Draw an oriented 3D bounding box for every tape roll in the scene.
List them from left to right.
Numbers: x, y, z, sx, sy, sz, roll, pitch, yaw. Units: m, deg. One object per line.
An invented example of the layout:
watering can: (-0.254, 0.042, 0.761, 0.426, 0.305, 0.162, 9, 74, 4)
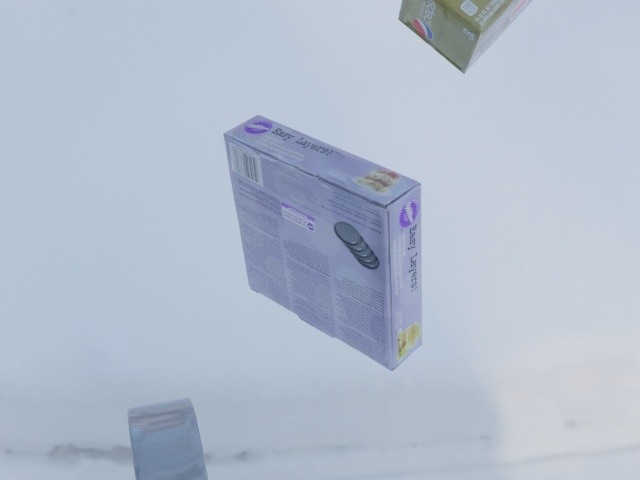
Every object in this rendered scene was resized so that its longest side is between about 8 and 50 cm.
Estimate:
tape roll: (-0.161, 0.285, 0.916, 0.072, 0.219, 0.219, -8, 45, -13)

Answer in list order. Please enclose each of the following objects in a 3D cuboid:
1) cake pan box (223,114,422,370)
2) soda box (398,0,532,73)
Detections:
cake pan box: (0.000, 0.000, 1.000, 0.267, 0.245, 0.070, 26, 46, 36)
soda box: (0.130, -0.193, 0.517, 0.058, 0.061, 0.181, 41, 81, 8)
